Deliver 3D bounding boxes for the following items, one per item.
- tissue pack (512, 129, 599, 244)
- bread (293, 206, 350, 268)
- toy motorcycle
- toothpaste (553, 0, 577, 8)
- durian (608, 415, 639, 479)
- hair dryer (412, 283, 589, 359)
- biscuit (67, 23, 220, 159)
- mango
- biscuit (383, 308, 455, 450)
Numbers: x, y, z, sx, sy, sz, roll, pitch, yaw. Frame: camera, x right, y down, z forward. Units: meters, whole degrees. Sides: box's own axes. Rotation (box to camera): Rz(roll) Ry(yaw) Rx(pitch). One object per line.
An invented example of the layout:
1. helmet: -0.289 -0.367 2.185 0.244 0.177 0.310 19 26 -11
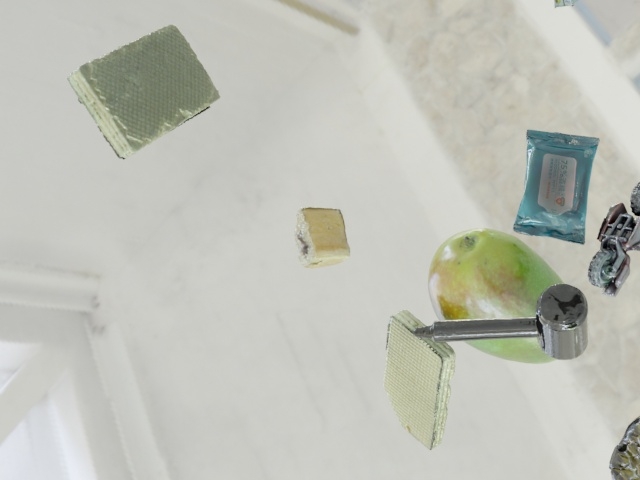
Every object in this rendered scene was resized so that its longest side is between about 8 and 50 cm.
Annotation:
1. tissue pack: 0.270 -0.063 1.063 0.028 0.085 0.138 70 -148 -68
2. bread: 0.000 -0.002 1.918 0.106 0.082 0.125 3 -117 -32
3. toy motorcycle: 0.526 0.004 1.567 0.122 0.213 0.082 44 164 -28
4. toothpaste: 0.445 -0.444 1.590 0.164 0.034 0.046 -39 -58 -44
5. durian: 0.413 0.259 1.069 0.138 0.193 0.237 31 170 2
6. hair dryer: 0.250 0.114 1.297 0.114 0.248 0.070 65 -153 -56
7. biscuit: -0.211 -0.189 1.139 0.121 0.040 0.199 57 -141 -11
8. mango: 0.352 0.121 1.750 0.382 0.225 0.201 39 -156 -32
9. biscuit: 0.185 0.265 1.738 0.052 0.252 0.150 -23 -138 -31
